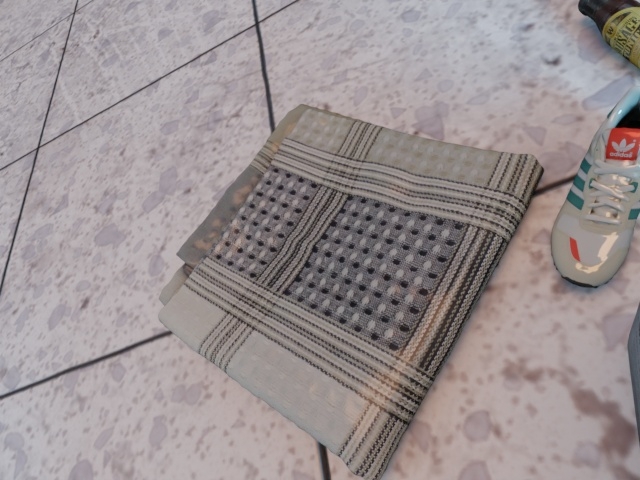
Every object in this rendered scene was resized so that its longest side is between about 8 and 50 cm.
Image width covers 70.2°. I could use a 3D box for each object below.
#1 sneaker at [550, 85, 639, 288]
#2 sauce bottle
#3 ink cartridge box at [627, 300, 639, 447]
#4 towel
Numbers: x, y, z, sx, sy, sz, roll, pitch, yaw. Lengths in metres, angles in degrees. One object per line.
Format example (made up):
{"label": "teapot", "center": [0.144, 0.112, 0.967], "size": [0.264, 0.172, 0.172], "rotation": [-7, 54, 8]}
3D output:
{"label": "sneaker", "center": [0.220, -0.045, 0.349], "size": [0.057, 0.075, 0.161], "rotation": [20, 73, 35]}
{"label": "sauce bottle", "center": [0.289, -0.195, 0.423], "size": [0.042, 0.042, 0.128], "rotation": [-29, 51, 10]}
{"label": "ink cartridge box", "center": [0.189, 0.094, 0.138], "size": [0.131, 0.306, 0.226], "rotation": [-2, 62, 27]}
{"label": "towel", "center": [0.000, 0.000, 0.454], "size": [0.324, 0.056, 0.312], "rotation": [24, 76, 37]}
